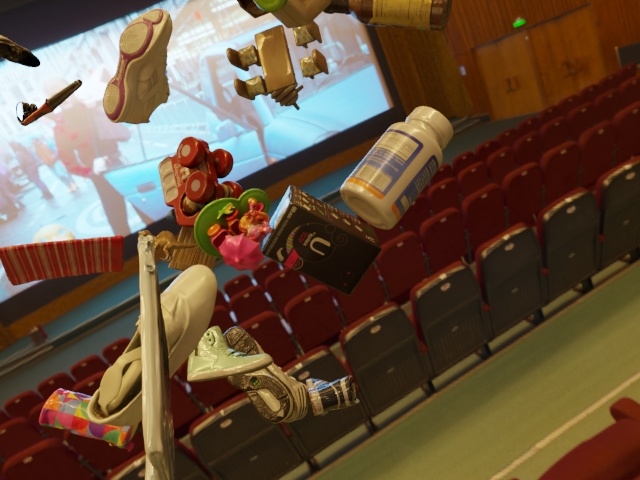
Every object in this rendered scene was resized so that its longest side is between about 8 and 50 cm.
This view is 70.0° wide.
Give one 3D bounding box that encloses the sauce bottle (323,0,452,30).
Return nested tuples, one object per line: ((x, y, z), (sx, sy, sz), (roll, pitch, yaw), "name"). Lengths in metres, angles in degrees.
((0.171, -0.632, 1.219), (0.344, 0.111, 0.111), (16, 35, 20), "sauce bottle")

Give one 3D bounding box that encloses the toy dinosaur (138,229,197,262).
((-0.467, 0.019, 1.401), (0.053, 0.183, 0.092), (-13, 63, 65), "toy dinosaur")

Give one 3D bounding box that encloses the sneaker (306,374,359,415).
((0.038, 0.499, 1.510), (0.153, 0.099, 0.282), (-16, -6, -6), "sneaker")

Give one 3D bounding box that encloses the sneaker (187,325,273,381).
((-0.266, 0.314, 1.319), (0.256, 0.151, 0.094), (-10, -20, 8), "sneaker")

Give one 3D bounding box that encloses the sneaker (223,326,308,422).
((-0.214, 0.534, 1.781), (0.169, 0.257, 0.447), (-46, 55, 0), "sneaker")

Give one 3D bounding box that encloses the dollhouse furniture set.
((-0.124, -0.473, 1.049), (0.212, 0.242, 0.161), (-12, 4, 18), "dollhouse furniture set")

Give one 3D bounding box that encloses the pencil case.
((-0.585, 0.460, 1.173), (0.236, 0.104, 0.104), (20, 22, -3), "pencil case")

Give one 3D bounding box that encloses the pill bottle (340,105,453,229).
((0.182, -0.171, 1.051), (0.272, 0.152, 0.152), (-51, 24, -11), "pill bottle")

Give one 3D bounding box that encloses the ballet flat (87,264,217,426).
((-0.358, 0.229, 0.972), (0.400, 0.139, 0.139), (-58, 20, 1), "ballet flat")

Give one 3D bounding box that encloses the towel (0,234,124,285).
((-0.652, 0.051, 1.174), (0.275, 0.031, 0.199), (-7, -24, -29), "towel")

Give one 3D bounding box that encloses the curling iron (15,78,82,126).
((-0.743, -0.379, 1.242), (0.274, 0.068, 0.035), (-13, 4, 28), "curling iron")

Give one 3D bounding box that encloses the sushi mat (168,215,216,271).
((-0.403, -0.037, 1.582), (0.019, 0.151, 0.316), (8, 78, 59), "sushi mat")

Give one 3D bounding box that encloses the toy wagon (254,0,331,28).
((-0.058, -0.508, 0.664), (0.068, 0.344, 0.267), (3, 43, 26), "toy wagon")

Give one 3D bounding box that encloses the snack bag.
((-0.237, 0.218, 0.655), (0.037, 0.342, 0.323), (-4, 48, -18), "snack bag")

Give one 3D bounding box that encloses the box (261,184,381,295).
((0.000, 0.000, 1.214), (0.165, 0.270, 0.143), (-58, 17, 20), "box")

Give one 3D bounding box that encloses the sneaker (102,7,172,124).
((-0.446, -0.439, 1.176), (0.305, 0.114, 0.152), (-58, -22, 18), "sneaker")

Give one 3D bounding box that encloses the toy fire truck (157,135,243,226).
((-0.413, -0.175, 1.493), (0.254, 0.302, 0.169), (-27, -20, 26), "toy fire truck")

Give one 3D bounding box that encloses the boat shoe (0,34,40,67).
((-0.717, -0.440, 1.070), (0.049, 0.040, 0.142), (-59, -2, 11), "boat shoe")

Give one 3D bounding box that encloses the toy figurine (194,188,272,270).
((-0.140, -0.010, 0.866), (0.173, 0.130, 0.159), (-40, 35, -7), "toy figurine")

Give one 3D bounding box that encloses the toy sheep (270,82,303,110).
((-0.096, -0.401, 1.207), (0.091, 0.132, 0.091), (-38, 10, 8), "toy sheep")
